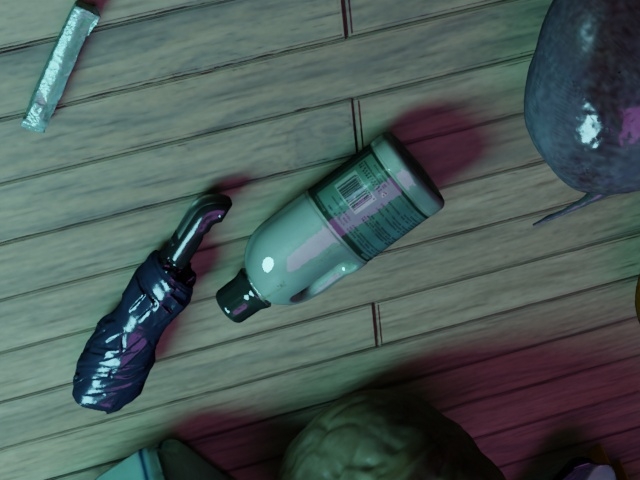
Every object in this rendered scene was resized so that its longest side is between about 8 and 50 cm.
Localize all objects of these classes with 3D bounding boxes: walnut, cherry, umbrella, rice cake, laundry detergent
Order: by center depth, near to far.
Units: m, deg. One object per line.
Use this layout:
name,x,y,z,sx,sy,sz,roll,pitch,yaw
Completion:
rice cake,-0.209,-0.138,1.053,0.022,0.021,0.121,21,119,-20
cherry,0.277,-0.136,1.121,0.213,0.183,0.266,-11,119,-30
laundry detergent,0.000,0.000,1.207,0.225,0.070,0.099,-37,137,11
umbrella,-0.156,0.053,1.210,0.071,0.071,0.248,17,113,-30
walnut,0.073,0.274,1.344,0.248,0.248,0.248,-10,130,-12

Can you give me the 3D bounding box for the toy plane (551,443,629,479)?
toy plane,0.247,0.376,1.580,0.316,0.103,0.204,-39,130,13

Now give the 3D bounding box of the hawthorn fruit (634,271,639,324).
hawthorn fruit,0.421,0.012,1.308,0.199,0.199,0.251,1,112,-20

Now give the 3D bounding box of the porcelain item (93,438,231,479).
porcelain item,-0.127,0.367,1.320,0.157,0.281,0.286,-37,132,8
